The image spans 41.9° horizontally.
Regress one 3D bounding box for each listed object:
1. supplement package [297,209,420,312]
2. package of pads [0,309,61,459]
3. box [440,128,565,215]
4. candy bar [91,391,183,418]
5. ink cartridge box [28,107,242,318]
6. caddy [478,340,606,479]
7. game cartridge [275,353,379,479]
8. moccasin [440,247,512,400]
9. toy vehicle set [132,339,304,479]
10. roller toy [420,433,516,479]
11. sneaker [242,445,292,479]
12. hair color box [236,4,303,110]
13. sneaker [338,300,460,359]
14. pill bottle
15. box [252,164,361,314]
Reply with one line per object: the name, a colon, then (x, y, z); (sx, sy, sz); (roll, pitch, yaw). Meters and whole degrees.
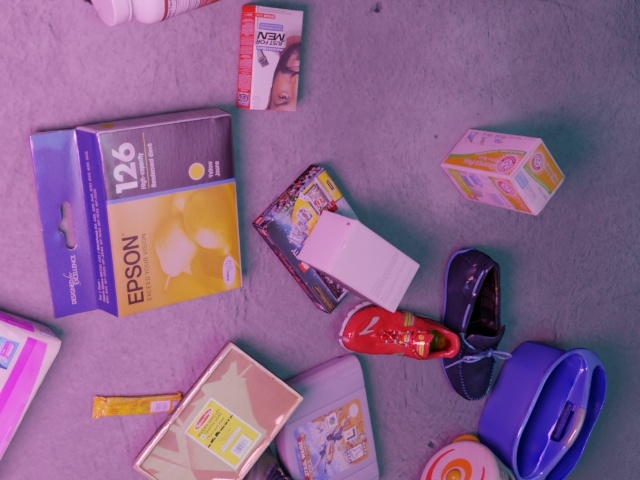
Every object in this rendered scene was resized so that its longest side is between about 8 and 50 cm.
supplement package: (0.069, 0.038, 1.497); (0.179, 0.105, 0.105); (34, 83, -35)
package of pads: (-0.548, 0.227, 1.197); (0.229, 0.101, 0.296); (29, 85, -35)
box: (0.355, -0.137, 1.637); (0.103, 0.203, 0.114); (-51, 123, -13)
candy bar: (-0.308, 0.280, 1.419); (0.161, 0.018, 0.040); (3, 104, -34)
ink cartridge box: (-0.277, -0.038, 1.317); (0.307, 0.072, 0.304); (-15, 115, -32)
caddy: (0.519, 0.395, 1.898); (0.241, 0.179, 0.341); (26, 87, -34)
game cartridge: (0.010, 0.390, 1.638); (0.198, 0.062, 0.297); (-23, 114, -31)
moccasin: (0.322, 0.190, 1.751); (0.137, 0.117, 0.342); (-20, 112, -28)
toy vehicle set: (-0.174, 0.326, 1.441); (0.166, 0.035, 0.267); (40, 83, -11)
roller toy: (0.317, 0.534, 1.790); (0.209, 0.191, 0.146); (-49, 122, -13)
sneaker: (-0.063, 0.477, 1.547); (0.111, 0.121, 0.300); (-53, 126, -46)
hair color box: (-0.085, -0.303, 1.397); (0.093, 0.053, 0.167); (-4, 105, -34)
sneaker: (0.165, 0.185, 1.645); (0.279, 0.118, 0.107); (7, 98, -34)
pill bottle: (-0.229, -0.394, 1.237); (0.216, 0.121, 0.121); (-27, 116, -25)
box: (0.000, 0.000, 1.535); (0.159, 0.044, 0.233); (-46, 122, -16)
